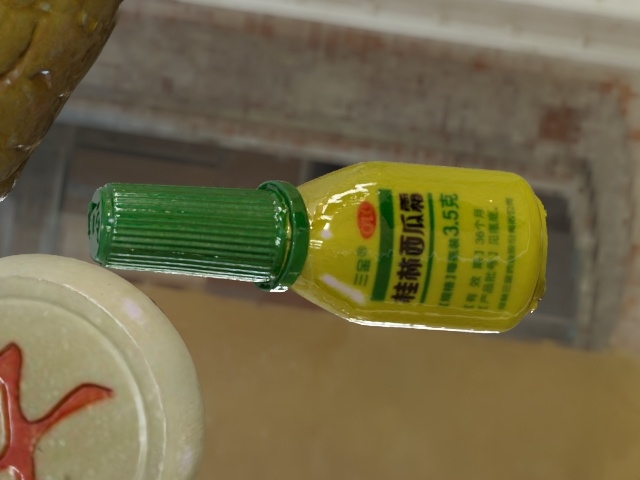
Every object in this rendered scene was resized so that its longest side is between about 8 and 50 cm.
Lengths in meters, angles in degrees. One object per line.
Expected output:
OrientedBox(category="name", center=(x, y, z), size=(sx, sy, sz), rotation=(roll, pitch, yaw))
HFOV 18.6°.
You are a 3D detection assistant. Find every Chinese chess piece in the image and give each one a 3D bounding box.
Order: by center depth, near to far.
OrientedBox(category="Chinese chess piece", center=(-0.278, 0.182, 1.921), size=(0.140, 0.338, 0.338), rotation=(-20, 119, -78))

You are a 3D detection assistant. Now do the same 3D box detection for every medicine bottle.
OrientedBox(category="medicine bottle", center=(0.000, 0.000, 1.288), size=(0.076, 0.309, 0.111), rotation=(178, -84, -73))

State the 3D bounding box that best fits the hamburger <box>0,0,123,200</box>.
OrientedBox(category="hamburger", center=(-0.161, -0.094, 0.734), size=(0.206, 0.183, 0.130), rotation=(-56, -145, 29))
